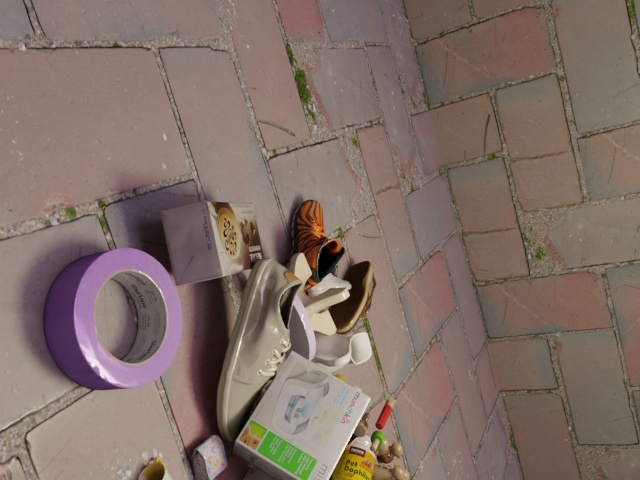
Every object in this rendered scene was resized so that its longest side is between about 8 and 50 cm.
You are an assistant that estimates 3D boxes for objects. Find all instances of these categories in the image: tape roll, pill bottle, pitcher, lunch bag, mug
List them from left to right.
[{"bbox_3d":[-0.403,0.156,1.238,0.274,0.090,0.275,29,55,-53],"label":"tape roll"},{"bbox_3d":[-0.329,0.494,1.282,0.078,0.062,0.064,-63,141,-38],"label":"mug"},{"bbox_3d":[-0.255,0.493,1.415,0.071,0.053,0.083,-29,115,-57],"label":"lunch bag"},{"bbox_3d":[0.018,0.327,1.783,0.177,0.207,0.126,-13,92,-60],"label":"pitcher"},{"bbox_3d":[0.100,0.701,1.889,0.117,0.117,0.215,58,36,-32],"label":"pill bottle"}]

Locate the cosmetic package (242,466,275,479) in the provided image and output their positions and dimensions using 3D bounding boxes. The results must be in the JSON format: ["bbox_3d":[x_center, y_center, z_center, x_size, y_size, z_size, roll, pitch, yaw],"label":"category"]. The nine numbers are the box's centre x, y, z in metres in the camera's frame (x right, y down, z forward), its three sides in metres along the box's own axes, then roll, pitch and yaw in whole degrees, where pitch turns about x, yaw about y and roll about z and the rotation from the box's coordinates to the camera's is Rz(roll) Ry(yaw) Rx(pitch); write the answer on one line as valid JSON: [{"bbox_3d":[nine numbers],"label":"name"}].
[{"bbox_3d":[-0.104,0.679,1.547,0.085,0.117,0.231,-50,121,-52],"label":"cosmetic package"}]

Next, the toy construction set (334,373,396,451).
[{"bbox_3d":[0.063,0.467,1.750,0.237,0.308,0.258,-39,122,-63],"label":"toy construction set"}]

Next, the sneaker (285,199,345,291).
[{"bbox_3d":[0.000,0.000,1.869,0.124,0.180,0.321,27,55,-33],"label":"sneaker"}]

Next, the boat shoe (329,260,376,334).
[{"bbox_3d":[0.126,0.212,2.102,0.123,0.123,0.342,62,28,-25],"label":"boat shoe"}]

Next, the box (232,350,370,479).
[{"bbox_3d":[-0.044,0.447,1.500,0.262,0.231,0.127,-55,170,-31],"label":"box"}]

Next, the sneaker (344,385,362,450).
[{"bbox_3d":[0.100,0.557,1.935,0.106,0.123,0.290,66,31,-17],"label":"sneaker"}]

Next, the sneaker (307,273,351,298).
[{"bbox_3d":[0.027,0.131,2.005,0.212,0.080,0.094,-4,75,-59],"label":"sneaker"}]

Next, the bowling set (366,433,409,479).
[{"bbox_3d":[0.231,0.736,2.067,0.200,0.154,0.287,-32,108,-58],"label":"bowling set"}]

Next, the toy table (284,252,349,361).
[{"bbox_3d":[-0.058,0.184,1.702,0.161,0.252,0.274,-34,120,-40],"label":"toy table"}]

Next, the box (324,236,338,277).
[{"bbox_3d":[0.008,0.044,2.041,0.162,0.029,0.116,38,49,-50],"label":"box"}]

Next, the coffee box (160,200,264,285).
[{"bbox_3d":[-0.242,0.002,1.458,0.297,0.118,0.168,-7,86,-77],"label":"coffee box"}]

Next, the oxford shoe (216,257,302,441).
[{"bbox_3d":[-0.145,0.268,1.492,0.169,0.130,0.450,30,74,-79],"label":"oxford shoe"}]
